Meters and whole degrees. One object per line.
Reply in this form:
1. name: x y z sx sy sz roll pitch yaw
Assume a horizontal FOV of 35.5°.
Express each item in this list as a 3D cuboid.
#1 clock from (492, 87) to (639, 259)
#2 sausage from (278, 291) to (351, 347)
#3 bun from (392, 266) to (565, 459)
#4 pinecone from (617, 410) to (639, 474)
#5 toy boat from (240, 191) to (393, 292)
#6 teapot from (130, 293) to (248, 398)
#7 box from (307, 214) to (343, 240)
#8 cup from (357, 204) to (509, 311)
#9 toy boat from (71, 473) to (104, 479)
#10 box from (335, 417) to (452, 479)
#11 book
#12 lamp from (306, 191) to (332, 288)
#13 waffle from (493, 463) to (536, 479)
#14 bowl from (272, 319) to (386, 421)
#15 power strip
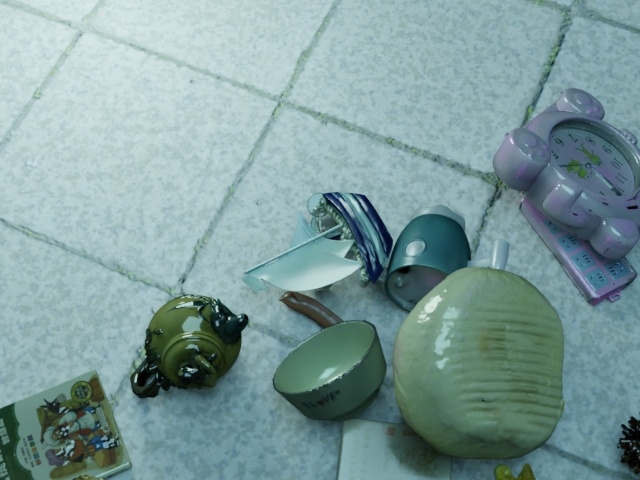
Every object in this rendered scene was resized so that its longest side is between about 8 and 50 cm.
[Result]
1. clock: 0.530 -0.131 1.980 0.322 0.113 0.296 44 52 13
2. sausage: 0.002 0.149 1.908 0.177 0.040 0.047 36 73 17
3. bun: 0.269 0.217 1.746 0.361 0.213 0.360 8 77 -37
4. pinecone: 0.587 0.361 1.755 0.121 0.140 0.140 -3 57 36
5. toy boat: -0.007 0.001 1.904 0.292 0.070 0.210 -7 57 9
6. teapot: -0.237 0.203 1.797 0.269 0.173 0.182 -36 26 10
7. box: 0.028 -0.027 2.004 0.117 0.036 0.050 -18 64 -8
8. cup: 0.212 0.029 1.908 0.300 0.167 0.173 -5 51 26
9. toy boat: -0.467 0.525 1.680 0.310 0.089 0.115 -38 60 -18
10. box: 0.131 0.395 1.769 0.201 0.058 0.141 5 62 3
11. book: -0.496 0.371 1.798 0.264 0.027 0.202 -22 65 -11
12. lamp: 0.000 0.000 1.948 0.050 0.056 0.198 0 80 -4
13. waffle: 0.406 0.496 1.645 0.301 0.058 0.281 34 38 -2
14. bowl: 0.031 0.246 1.793 0.211 0.211 0.112 -39 113 -18
15. power strip: 0.511 0.001 1.989 0.109 0.037 0.278 -26 65 -13
